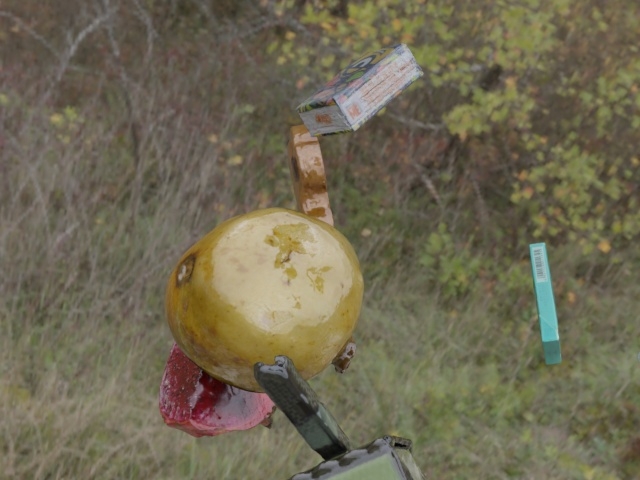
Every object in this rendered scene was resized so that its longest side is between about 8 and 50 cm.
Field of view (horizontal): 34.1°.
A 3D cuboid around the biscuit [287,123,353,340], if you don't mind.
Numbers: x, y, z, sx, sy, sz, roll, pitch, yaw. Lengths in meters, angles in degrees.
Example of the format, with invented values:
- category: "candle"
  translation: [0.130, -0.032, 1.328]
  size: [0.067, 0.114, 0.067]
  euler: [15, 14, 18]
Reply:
- category: "biscuit"
  translation: [-0.001, 0.000, 2.033]
  size: [0.078, 0.350, 0.455]
  euler: [-11, 90, 3]

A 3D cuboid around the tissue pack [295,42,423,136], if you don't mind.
- category: "tissue pack"
  translation: [0.053, -0.204, 1.434]
  size: [0.148, 0.109, 0.060]
  euler: [-42, 110, -26]

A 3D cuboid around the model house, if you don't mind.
- category: "model house"
  translation: [0.006, 0.246, 0.890]
  size: [0.205, 0.278, 0.218]
  euler: [-25, 36, 9]

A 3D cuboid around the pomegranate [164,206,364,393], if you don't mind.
- category: "pomegranate"
  translation: [-0.083, 0.086, 1.534]
  size: [0.307, 0.307, 0.307]
  euler: [13, 42, -11]

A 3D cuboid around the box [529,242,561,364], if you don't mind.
- category: "box"
  translation: [0.491, 0.139, 2.279]
  size: [0.042, 0.161, 0.226]
  euler: [-8, 65, 12]

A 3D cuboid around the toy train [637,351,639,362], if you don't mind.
- category: "toy train"
  translation: [0.451, 0.203, 1.305]
  size: [0.047, 0.043, 0.207]
  euler: [17, 31, -16]

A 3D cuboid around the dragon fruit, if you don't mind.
- category: "dragon fruit"
  translation: [-0.149, 0.237, 1.705]
  size: [0.211, 0.134, 0.262]
  euler: [34, 48, -21]
